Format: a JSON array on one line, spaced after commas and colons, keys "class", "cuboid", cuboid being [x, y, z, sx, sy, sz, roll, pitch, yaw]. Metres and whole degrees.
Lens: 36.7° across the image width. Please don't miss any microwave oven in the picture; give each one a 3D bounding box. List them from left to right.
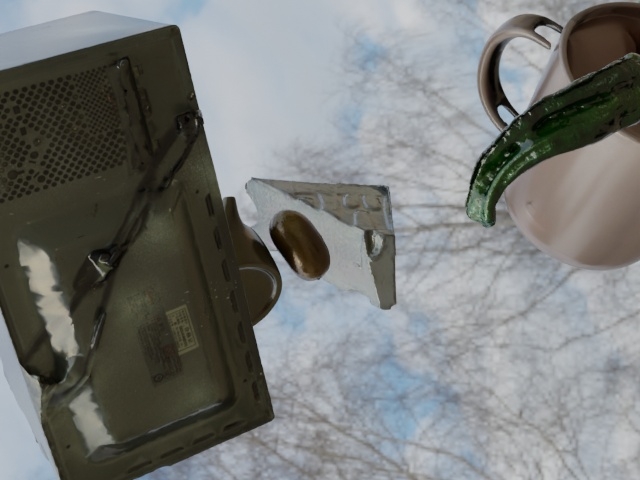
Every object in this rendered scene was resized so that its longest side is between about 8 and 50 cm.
[{"class": "microwave oven", "cuboid": [-0.250, 0.000, 1.033, 0.236, 0.374, 0.432, -21, -67, -22]}]

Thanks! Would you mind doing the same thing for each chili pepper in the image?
[{"class": "chili pepper", "cuboid": [0.117, -0.052, 0.453, 0.118, 0.035, 0.055, -40, -34, -8]}]

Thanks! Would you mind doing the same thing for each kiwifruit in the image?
[{"class": "kiwifruit", "cuboid": [-0.031, 0.007, 1.500, 0.075, 0.075, 0.124, -21, -103, -52]}]

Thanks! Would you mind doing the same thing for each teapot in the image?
[{"class": "teapot", "cuboid": [-0.179, 0.050, 1.521, 0.185, 0.268, 0.175, 3, -139, -38]}]

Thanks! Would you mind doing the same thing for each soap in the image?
[{"class": "soap", "cuboid": [0.000, 0.000, 1.813, 0.258, 0.302, 0.159, -88, -1, -60]}]

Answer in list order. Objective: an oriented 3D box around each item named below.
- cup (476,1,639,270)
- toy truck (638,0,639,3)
[{"class": "cup", "cuboid": [0.258, -0.106, 0.931, 0.191, 0.253, 0.200, -47, -15, -35]}, {"class": "toy truck", "cuboid": [0.519, -0.236, 1.209, 0.156, 0.278, 0.155, -107, 26, -59]}]
